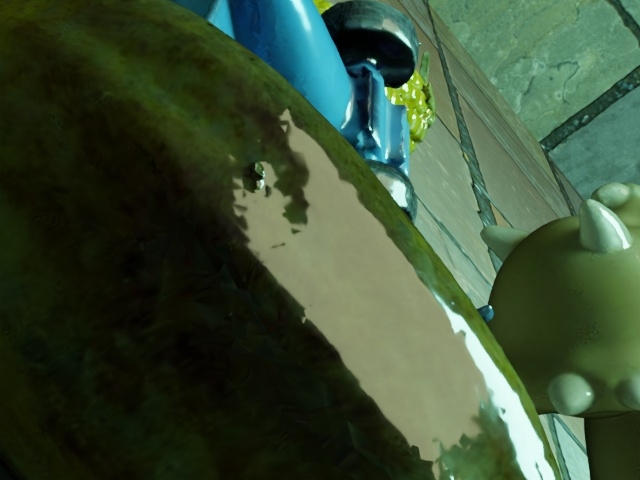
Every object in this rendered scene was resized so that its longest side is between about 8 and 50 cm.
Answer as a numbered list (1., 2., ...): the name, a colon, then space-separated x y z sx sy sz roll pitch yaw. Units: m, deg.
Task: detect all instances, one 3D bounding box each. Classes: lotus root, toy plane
1. lotus root: -0.027 0.033 0.450 0.241 0.124 0.123 50 -20 2
2. toy plane: -0.005 -0.020 0.647 0.271 0.105 0.254 62 25 -48

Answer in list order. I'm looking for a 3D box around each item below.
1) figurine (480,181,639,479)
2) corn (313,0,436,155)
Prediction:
1. figurine: 0.166 0.094 0.951 0.173 0.247 0.177 3 11 -28
2. corn: -0.024 -0.099 0.929 0.091 0.091 0.260 11 -10 34
